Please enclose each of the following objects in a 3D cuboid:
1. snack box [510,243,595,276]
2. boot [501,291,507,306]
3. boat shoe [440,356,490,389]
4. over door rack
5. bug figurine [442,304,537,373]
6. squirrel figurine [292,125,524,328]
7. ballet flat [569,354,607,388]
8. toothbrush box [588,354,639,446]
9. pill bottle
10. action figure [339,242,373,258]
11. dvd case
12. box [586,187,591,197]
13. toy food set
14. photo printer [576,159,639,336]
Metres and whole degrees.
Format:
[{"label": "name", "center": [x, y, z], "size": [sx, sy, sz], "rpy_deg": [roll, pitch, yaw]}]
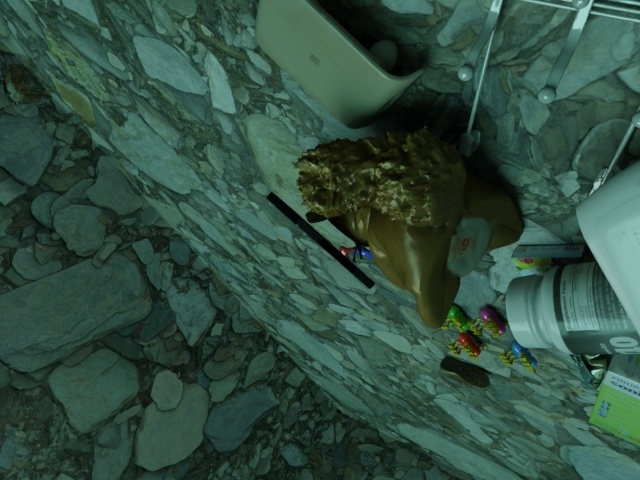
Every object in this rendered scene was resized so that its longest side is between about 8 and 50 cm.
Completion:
[{"label": "snack box", "center": [0.469, 0.055, 0.951], "size": [0.100, 0.037, 0.141], "rpy_deg": [48, 152, -25]}, {"label": "boot", "center": [0.488, 0.170, 1.122], "size": [0.114, 0.037, 0.106], "rpy_deg": [8, 129, 42]}, {"label": "boat shoe", "center": [0.480, 0.442, 1.572], "size": [0.178, 0.064, 0.060], "rpy_deg": [18, 154, 47]}, {"label": "over door rack", "center": [0.316, -0.189, 0.656], "size": [0.240, 0.108, 0.324], "rpy_deg": [26, 153, 24]}, {"label": "bug figurine", "center": [0.447, 0.262, 1.294], "size": [0.216, 0.072, 0.279], "rpy_deg": [52, 156, -16]}, {"label": "squirrel figurine", "center": [0.126, -0.078, 0.936], "size": [0.371, 0.281, 0.397], "rpy_deg": [31, 167, 47]}, {"label": "ballet flat", "center": [0.613, 0.271, 1.092], "size": [0.188, 0.070, 0.070], "rpy_deg": [49, 153, -16]}, {"label": "toothbrush box", "center": [0.715, 0.337, 1.012], "size": [0.206, 0.122, 0.283], "rpy_deg": [21, 151, 34]}, {"label": "pill bottle", "center": [0.486, 0.114, 0.821], "size": [0.283, 0.161, 0.161], "rpy_deg": [-15, 125, 44]}, {"label": "action figure", "center": [0.189, 0.052, 1.252], "size": [0.281, 0.091, 0.139], "rpy_deg": [-1, 129, 54]}, {"label": "dvd case", "center": [0.000, 0.000, 1.044], "size": [0.253, 0.022, 0.180], "rpy_deg": [42, 180, -34]}, {"label": "box", "center": [0.519, -0.043, 0.694], "size": [0.232, 0.058, 0.087], "rpy_deg": [-1, 136, 53]}, {"label": "toy food set", "center": [0.018, -0.342, 0.829], "size": [0.306, 0.092, 0.220], "rpy_deg": [42, 166, -6]}, {"label": "photo printer", "center": [0.494, 0.024, 0.587], "size": [0.256, 0.107, 0.307], "rpy_deg": [-32, 87, 46]}]
